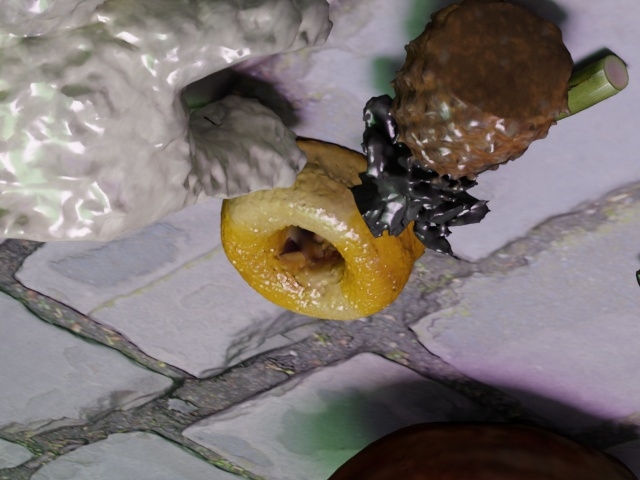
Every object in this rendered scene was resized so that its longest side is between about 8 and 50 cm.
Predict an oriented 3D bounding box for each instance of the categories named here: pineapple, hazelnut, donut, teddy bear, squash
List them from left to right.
[{"bbox_3d":[-0.152,-0.189,0.829,0.328,0.375,0.362,7,106,17],"label":"teddy bear"},{"bbox_3d":[-0.002,0.001,1.085,0.174,0.074,0.190,7,147,17],"label":"donut"},{"bbox_3d":[0.085,-0.066,0.904,0.111,0.119,0.237,-21,165,-24],"label":"pineapple"},{"bbox_3d":[0.164,0.353,1.338,0.421,0.352,0.420,-9,128,-11],"label":"hazelnut"},{"bbox_3d":[0.171,-0.099,0.887,0.027,0.027,0.083,32,146,-24],"label":"squash"}]

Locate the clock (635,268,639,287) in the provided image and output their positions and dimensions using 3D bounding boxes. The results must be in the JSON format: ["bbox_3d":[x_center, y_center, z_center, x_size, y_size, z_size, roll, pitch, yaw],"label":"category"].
[{"bbox_3d":[0.360,0.086,1.057,0.232,0.069,0.170,38,144,-30],"label":"clock"}]
